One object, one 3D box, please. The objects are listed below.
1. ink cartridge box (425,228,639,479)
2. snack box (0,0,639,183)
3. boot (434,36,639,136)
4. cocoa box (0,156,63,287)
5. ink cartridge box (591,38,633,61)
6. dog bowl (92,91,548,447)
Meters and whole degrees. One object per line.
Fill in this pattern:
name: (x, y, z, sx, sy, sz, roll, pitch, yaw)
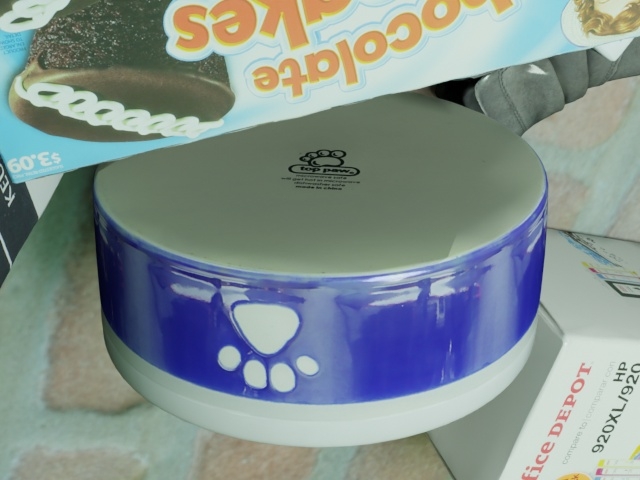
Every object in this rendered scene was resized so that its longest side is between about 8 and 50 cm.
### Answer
ink cartridge box: (0.214, 0.106, 0.857, 0.233, 0.168, 0.171, 7, 117, -24)
snack box: (-0.001, -0.145, 0.453, 0.322, 0.060, 0.187, -14, 134, -3)
boot: (0.139, -0.216, 0.673, 0.223, 0.118, 0.338, -26, 121, 1)
cocoa box: (-0.289, -0.096, 0.437, 0.232, 0.228, 0.347, -2, 130, 13)
ink cartridge box: (0.153, -0.232, 0.536, 0.224, 0.045, 0.223, 27, 104, -44)
dog bowl: (0.000, 0.000, 0.649, 0.265, 0.265, 0.104, -9, 120, -17)
